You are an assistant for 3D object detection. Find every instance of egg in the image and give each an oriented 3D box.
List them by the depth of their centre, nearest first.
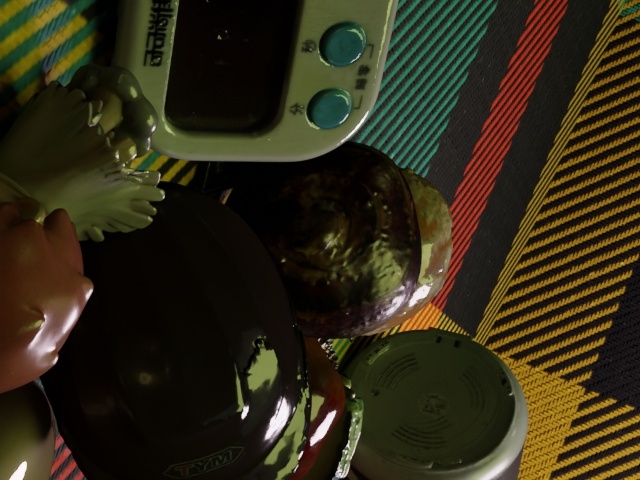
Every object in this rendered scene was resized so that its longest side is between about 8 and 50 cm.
[{"bbox_3d":[0.076,0.014,2.092,0.195,0.195,0.233,-2,109,-73],"label":"egg"}]

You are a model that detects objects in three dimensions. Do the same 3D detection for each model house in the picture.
[{"bbox_3d":[-0.024,0.265,2.125,0.211,0.170,0.194,3,106,-74],"label":"model house"}]

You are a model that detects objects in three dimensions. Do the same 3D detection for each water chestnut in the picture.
[{"bbox_3d":[0.000,0.000,1.717,0.224,0.223,0.238,-61,168,-24],"label":"water chestnut"}]

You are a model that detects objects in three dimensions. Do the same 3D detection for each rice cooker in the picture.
[{"bbox_3d":[0.162,0.341,2.584,0.335,0.335,0.325,-57,160,-36],"label":"rice cooker"}]

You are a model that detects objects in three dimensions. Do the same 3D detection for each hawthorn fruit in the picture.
[{"bbox_3d":[-0.101,0.179,1.733,0.248,0.208,0.208,-2,114,-51],"label":"hawthorn fruit"}]

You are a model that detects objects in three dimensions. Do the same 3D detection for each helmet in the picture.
[{"bbox_3d":[-0.126,0.080,1.333,0.225,0.305,0.177,-21,156,-9],"label":"helmet"}]

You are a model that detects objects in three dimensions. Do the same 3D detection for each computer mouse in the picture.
[{"bbox_3d":[-0.294,0.220,1.345,0.145,0.082,0.236,96,21,-44],"label":"computer mouse"}]

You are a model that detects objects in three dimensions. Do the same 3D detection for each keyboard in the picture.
[{"bbox_3d":[-0.075,-0.101,1.747,0.230,0.025,0.094,-26,132,-67],"label":"keyboard"}]

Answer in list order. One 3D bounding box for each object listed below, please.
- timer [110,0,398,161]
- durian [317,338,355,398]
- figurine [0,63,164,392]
[{"bbox_3d":[-0.056,-0.193,1.369,0.087,0.237,0.262,-115,-149,-54],"label":"timer"},{"bbox_3d":[-0.029,0.159,1.952,0.091,0.188,0.148,15,-101,62],"label":"durian"},{"bbox_3d":[-0.237,0.007,1.148,0.207,0.166,0.387,-34,-164,38],"label":"figurine"}]
